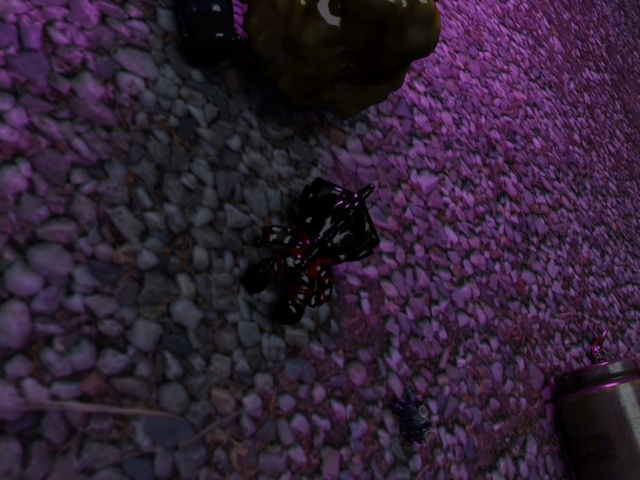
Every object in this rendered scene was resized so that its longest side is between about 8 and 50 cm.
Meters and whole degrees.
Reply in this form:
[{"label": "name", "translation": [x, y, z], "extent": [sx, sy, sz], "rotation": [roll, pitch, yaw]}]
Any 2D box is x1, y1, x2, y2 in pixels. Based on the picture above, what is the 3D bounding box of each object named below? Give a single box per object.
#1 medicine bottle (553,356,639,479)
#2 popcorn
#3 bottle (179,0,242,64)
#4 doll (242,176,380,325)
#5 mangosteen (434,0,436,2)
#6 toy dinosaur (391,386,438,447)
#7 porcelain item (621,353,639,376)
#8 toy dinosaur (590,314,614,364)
[{"label": "medicine bottle", "translation": [0.513, 0.371, 1.143], "extent": [0.151, 0.151, 0.323], "rotation": [4, 65, -43]}, {"label": "popcorn", "translation": [0.021, -0.350, 0.949], "extent": [0.312, 0.312, 0.313], "rotation": [23, 53, -35]}, {"label": "bottle", "translation": [-0.166, -0.359, 0.936], "extent": [0.082, 0.072, 0.245], "rotation": [-10, 71, -9]}, {"label": "doll", "translation": [-0.003, 0.000, 0.896], "extent": [0.249, 0.088, 0.127], "rotation": [-53, 128, -37]}, {"label": "mangosteen", "translation": [0.115, -0.525, 1.180], "extent": [0.288, 0.288, 0.288], "rotation": [23, 53, -35]}, {"label": "toy dinosaur", "translation": [0.128, 0.237, 0.913], "extent": [0.030, 0.047, 0.083], "rotation": [-22, 86, -47]}, {"label": "porcelain item", "translation": [0.713, 0.290, 1.460], "extent": [0.213, 0.054, 0.084], "rotation": [11, 64, -40]}, {"label": "toy dinosaur", "translation": [0.567, 0.232, 1.362], "extent": [0.058, 0.037, 0.180], "rotation": [52, 43, -17]}]
